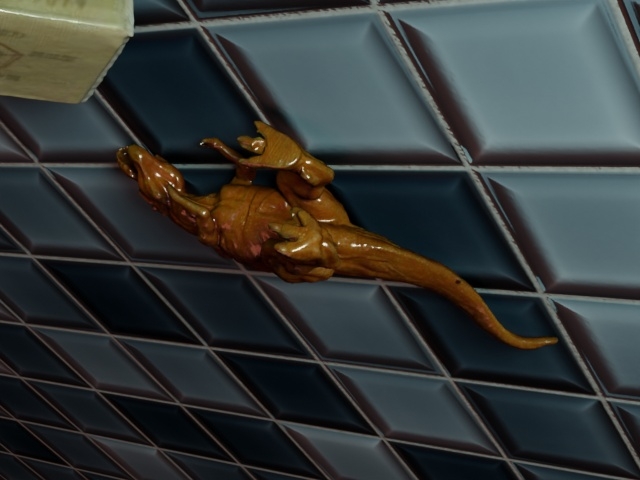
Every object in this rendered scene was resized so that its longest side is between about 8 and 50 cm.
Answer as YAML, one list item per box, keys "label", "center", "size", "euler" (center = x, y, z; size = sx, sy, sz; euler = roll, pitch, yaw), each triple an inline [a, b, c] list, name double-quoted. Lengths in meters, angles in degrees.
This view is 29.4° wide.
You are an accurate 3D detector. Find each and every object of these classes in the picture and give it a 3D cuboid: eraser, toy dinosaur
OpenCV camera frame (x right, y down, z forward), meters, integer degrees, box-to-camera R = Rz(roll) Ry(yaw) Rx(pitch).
- label: "eraser"
  center: [-0.314, -0.173, 0.858]
  size: [0.344, 0.078, 0.144]
  euler: [5, 160, -25]
- label: "toy dinosaur"
  center: [0.000, 0.000, 1.028]
  size: [0.432, 0.097, 0.208]
  euler: [25, 166, 10]
